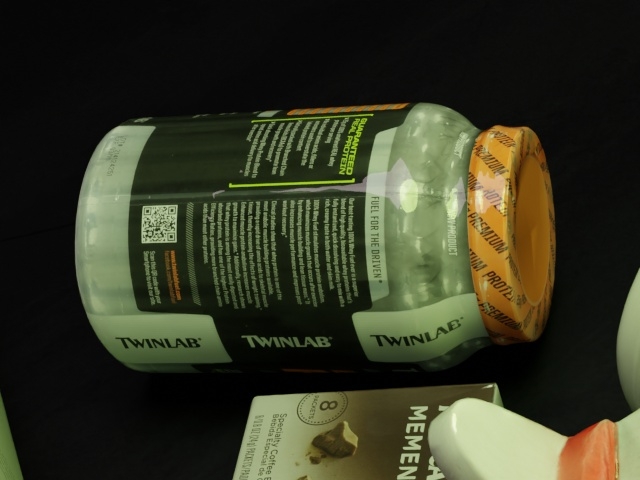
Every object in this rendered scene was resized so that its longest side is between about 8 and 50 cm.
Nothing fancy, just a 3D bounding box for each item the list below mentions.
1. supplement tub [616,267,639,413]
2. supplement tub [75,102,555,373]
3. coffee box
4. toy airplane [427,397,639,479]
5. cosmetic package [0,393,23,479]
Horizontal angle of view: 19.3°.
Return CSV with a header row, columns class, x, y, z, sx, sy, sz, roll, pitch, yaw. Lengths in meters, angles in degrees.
class,x,y,z,sx,sy,sz,roll,pitch,yaw
supplement tub,0.337,0.093,0.987,0.228,0.228,0.316,-33,47,-18
supplement tub,0.000,0.000,1.355,0.316,0.194,0.194,-2,41,20
coffee box,0.023,0.233,1.125,0.168,0.119,0.297,-5,41,18
toy airplane,0.144,0.241,0.856,0.386,0.384,0.272,-25,1,-29
cosmetic package,-0.310,0.121,1.330,0.155,0.197,0.365,-23,37,-5
